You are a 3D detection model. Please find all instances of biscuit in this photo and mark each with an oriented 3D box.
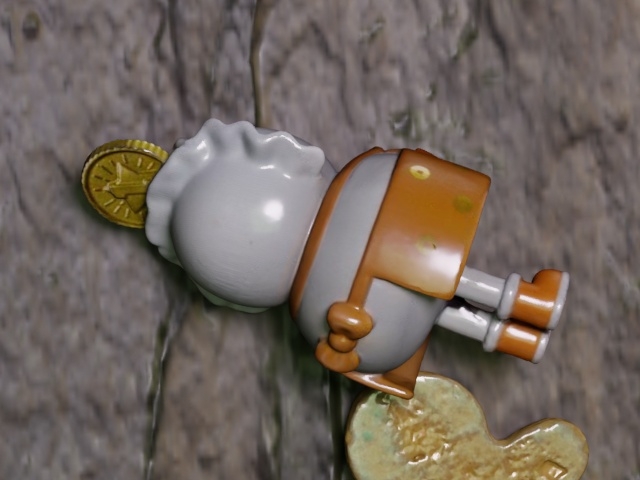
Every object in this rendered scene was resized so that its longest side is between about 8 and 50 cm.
[{"bbox_3d":[0.104,0.172,1.107,0.153,0.030,0.234,-44,97,-4],"label":"biscuit"}]

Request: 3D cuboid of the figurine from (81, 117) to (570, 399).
[{"bbox_3d":[0.001,0.007,1.038,0.271,0.143,0.143,8,91,-10],"label":"figurine"}]
